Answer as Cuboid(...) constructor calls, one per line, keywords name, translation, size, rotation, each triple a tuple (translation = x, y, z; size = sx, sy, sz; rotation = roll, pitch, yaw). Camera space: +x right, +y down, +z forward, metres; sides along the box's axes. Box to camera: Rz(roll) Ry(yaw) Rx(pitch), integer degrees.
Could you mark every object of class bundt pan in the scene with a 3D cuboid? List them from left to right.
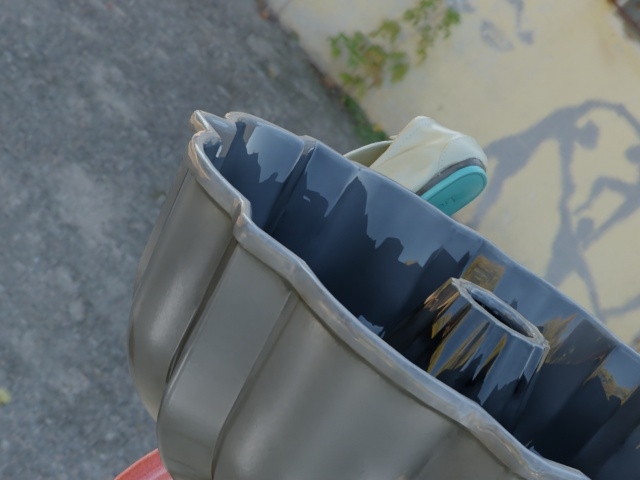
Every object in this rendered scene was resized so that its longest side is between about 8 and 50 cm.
Cuboid(name="bundt pan", translation=(0.050, 0.081, 0.523), size=(0.330, 0.124, 0.331), rotation=(31, 13, -8))

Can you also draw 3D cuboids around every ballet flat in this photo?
Cuboid(name="ballet flat", translation=(0.000, 0.000, 0.768), size=(0.086, 0.248, 0.086), rotation=(54, -4, 6))

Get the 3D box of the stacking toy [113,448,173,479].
Cuboid(name="stacking toy", translation=(-0.050, 0.286, 0.660), size=(0.309, 0.279, 0.130), rotation=(59, -8, 27))
